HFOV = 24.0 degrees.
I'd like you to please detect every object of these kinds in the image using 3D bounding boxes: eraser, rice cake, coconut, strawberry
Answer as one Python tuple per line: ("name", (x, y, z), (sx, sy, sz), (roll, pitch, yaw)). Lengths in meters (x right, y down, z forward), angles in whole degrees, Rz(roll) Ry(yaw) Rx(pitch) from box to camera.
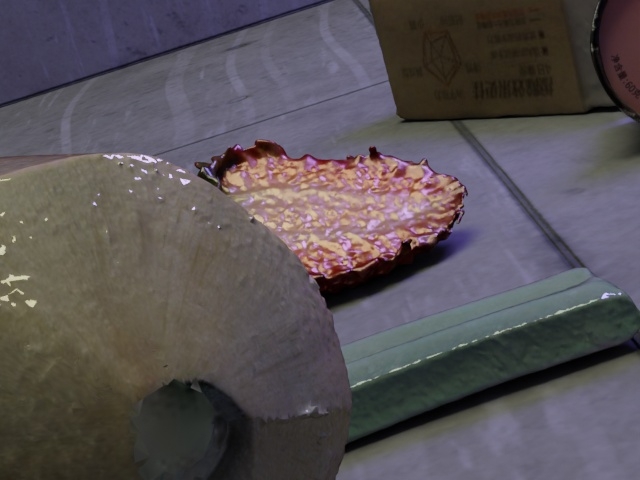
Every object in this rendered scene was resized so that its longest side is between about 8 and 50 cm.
("eraser", (0.188, -0.197, 1.445), (0.078, 0.144, 0.343), (-26, 17, -32))
("rice cake", (0.064, 0.066, 0.843), (0.221, 0.042, 0.080), (-20, 16, -4))
("coconut", (-0.111, 0.074, 0.658), (0.239, 0.239, 0.244), (-25, 13, -24))
("strawberry", (-0.002, 0.004, 1.103), (0.208, 0.087, 0.167), (8, 39, 2))

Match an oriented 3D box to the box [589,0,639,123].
("box", (0.290, -0.165, 1.215), (0.151, 0.151, 0.135), (-16, 7, 8))
